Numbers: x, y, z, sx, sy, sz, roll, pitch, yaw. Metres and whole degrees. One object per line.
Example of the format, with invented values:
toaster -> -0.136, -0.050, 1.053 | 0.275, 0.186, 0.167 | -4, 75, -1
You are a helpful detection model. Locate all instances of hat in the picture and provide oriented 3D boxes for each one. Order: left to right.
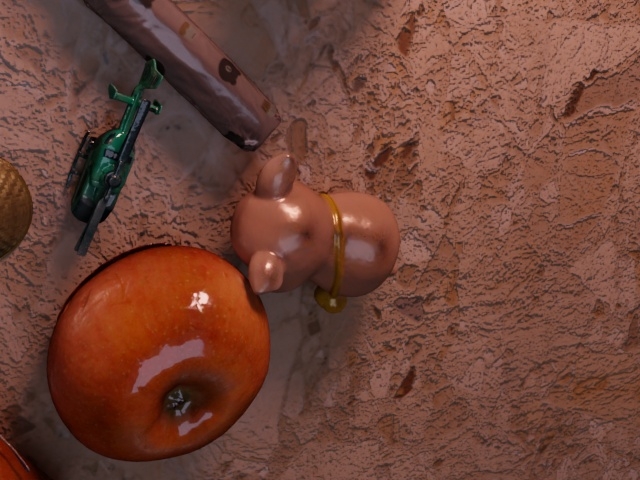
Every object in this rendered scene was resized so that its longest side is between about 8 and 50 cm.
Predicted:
hat -> -0.398, -0.027, 0.946 | 0.146, 0.067, 0.146 | -7, 112, -18

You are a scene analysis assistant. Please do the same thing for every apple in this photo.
apple -> -0.189, 0.141, 1.013 | 0.272, 0.206, 0.251 | -23, 119, -13

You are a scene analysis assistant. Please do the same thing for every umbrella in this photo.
umbrella -> -0.176, -0.230, 0.957 | 0.337, 0.067, 0.073 | 43, 80, -27

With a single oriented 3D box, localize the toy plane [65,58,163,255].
toy plane -> -0.237, -0.101, 0.962 | 0.060, 0.096, 0.235 | 19, 106, -26

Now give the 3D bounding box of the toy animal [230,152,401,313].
toy animal -> 0.001, 0.003, 1.070 | 0.248, 0.149, 0.165 | 9, 71, -39

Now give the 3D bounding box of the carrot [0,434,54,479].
carrot -> -0.427, 0.316, 0.987 | 0.214, 0.193, 0.331 | -27, 119, 32
